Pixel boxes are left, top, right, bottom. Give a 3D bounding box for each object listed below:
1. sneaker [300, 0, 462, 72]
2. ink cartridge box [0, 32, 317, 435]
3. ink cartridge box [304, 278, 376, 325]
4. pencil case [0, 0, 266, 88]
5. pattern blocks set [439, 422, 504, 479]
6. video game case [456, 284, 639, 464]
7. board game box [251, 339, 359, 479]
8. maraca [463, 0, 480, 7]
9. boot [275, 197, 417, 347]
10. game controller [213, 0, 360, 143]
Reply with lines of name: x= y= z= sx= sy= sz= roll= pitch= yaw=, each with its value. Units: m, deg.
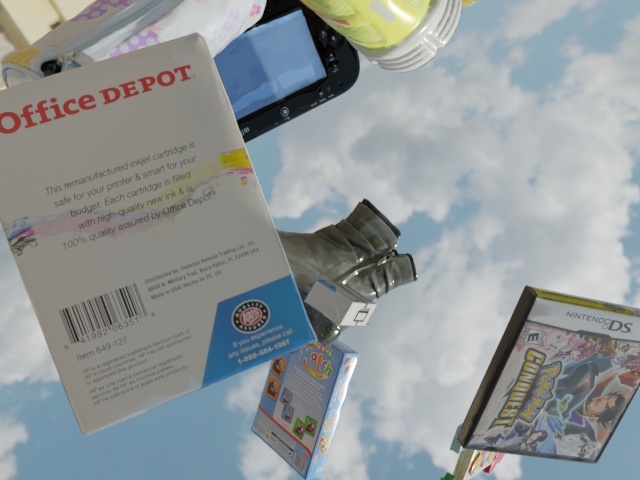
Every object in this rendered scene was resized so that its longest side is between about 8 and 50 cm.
sneaker: x=-0.010 y=-0.181 z=0.378 sx=0.081 sy=0.208 sz=0.094 roll=-44 pitch=156 yaw=22
ink cartridge box: x=-0.136 y=-0.006 z=0.577 sx=0.171 sy=0.233 sz=0.168 roll=-20 pitch=-177 yaw=-15
ink cartridge box: x=0.025 y=0.066 z=0.792 sx=0.048 sy=0.083 sz=0.028 roll=32 pitch=-82 yaw=25
pencil case: x=-0.174 y=-0.198 z=0.736 sx=0.113 sy=0.124 sz=0.273 roll=36 pitch=-119 yaw=14
pattern blocks set: x=0.300 y=0.370 z=1.382 sx=0.026 sy=0.285 sz=0.325 roll=24 pitch=-153 yaw=30
video game case: x=0.367 y=0.212 z=1.138 sx=0.248 sy=0.275 sz=0.035 roll=11 pitch=-158 yaw=-18
board game box: x=-0.029 y=0.245 z=1.208 sx=0.039 sy=0.212 sz=0.160 roll=8 pitch=-168 yaw=-40
maraca: x=0.176 y=-0.424 z=1.163 sx=0.099 sy=0.185 sz=0.127 roll=-54 pitch=-157 yaw=28
boot: x=0.000 y=0.000 z=0.900 sx=0.161 sy=0.246 sz=0.083 roll=-41 pitch=-151 yaw=-2
game controller: x=-0.081 y=-0.238 z=1.031 sx=0.319 sy=0.166 sz=0.067 roll=-32 pitch=-168 yaw=-28
